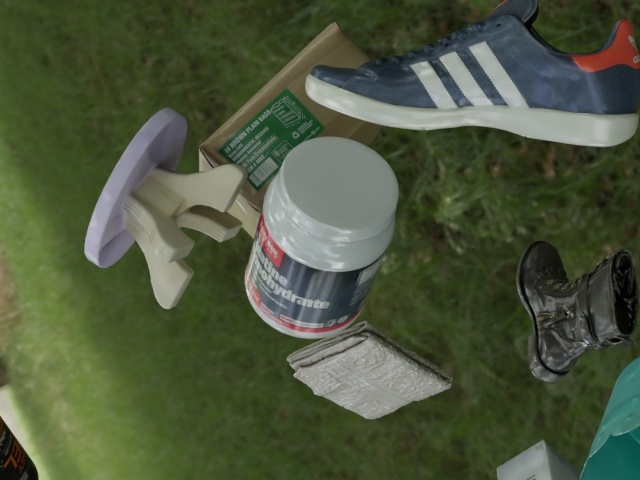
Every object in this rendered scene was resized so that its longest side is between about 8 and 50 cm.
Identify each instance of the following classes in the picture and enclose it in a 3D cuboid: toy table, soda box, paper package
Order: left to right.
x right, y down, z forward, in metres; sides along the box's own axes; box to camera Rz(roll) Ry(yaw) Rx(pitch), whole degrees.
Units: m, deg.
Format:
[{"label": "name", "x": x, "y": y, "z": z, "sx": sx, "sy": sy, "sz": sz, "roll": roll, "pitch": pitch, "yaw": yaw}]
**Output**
[{"label": "toy table", "x": -0.232, "y": -0.043, "z": 1.719, "sx": 0.160, "sy": 0.252, "sz": 0.274, "roll": 33, "pitch": 120, "yaw": 11}, {"label": "paper package", "x": -0.044, "y": -0.176, "z": 1.949, "sx": 0.168, "sy": 0.325, "sz": 0.309, "roll": 45, "pitch": 168, "yaw": 5}, {"label": "soda box", "x": 0.249, "y": 0.327, "z": 1.223, "sx": 0.069, "sy": 0.074, "sz": 0.216, "roll": 42, "pitch": -153, "yaw": -23}]

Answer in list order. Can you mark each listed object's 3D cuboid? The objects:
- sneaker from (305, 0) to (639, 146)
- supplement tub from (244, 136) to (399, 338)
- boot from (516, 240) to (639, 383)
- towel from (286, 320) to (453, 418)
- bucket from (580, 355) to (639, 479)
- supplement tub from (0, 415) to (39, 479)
[{"label": "sneaker", "x": 0.159, "y": -0.190, "z": 1.175, "sx": 0.131, "sy": 0.349, "sz": 0.148, "roll": -50, "pitch": -36, "yaw": -74}, {"label": "supplement tub", "x": 0.000, "y": 0.000, "z": 1.633, "sx": 0.191, "sy": 0.191, "sz": 0.272, "roll": 57, "pitch": 151, "yaw": 27}, {"label": "boot", "x": 0.395, "y": 0.075, "z": 1.682, "sx": 0.229, "sy": 0.091, "sz": 0.263, "roll": 128, "pitch": 148, "yaw": -53}, {"label": "towel", "x": 0.090, "y": 0.238, "z": 1.989, "sx": 0.282, "sy": 0.187, "sz": 0.049, "roll": 33, "pitch": -139, "yaw": -42}, {"label": "bucket", "x": 0.498, "y": 0.289, "z": 1.505, "sx": 0.281, "sy": 0.183, "sz": 0.281, "roll": 15, "pitch": 131, "yaw": 17}, {"label": "supplement tub", "x": -0.423, "y": 0.277, "z": 1.379, "sx": 0.117, "sy": 0.117, "sz": 0.190, "roll": 41, "pitch": 158, "yaw": 51}]
